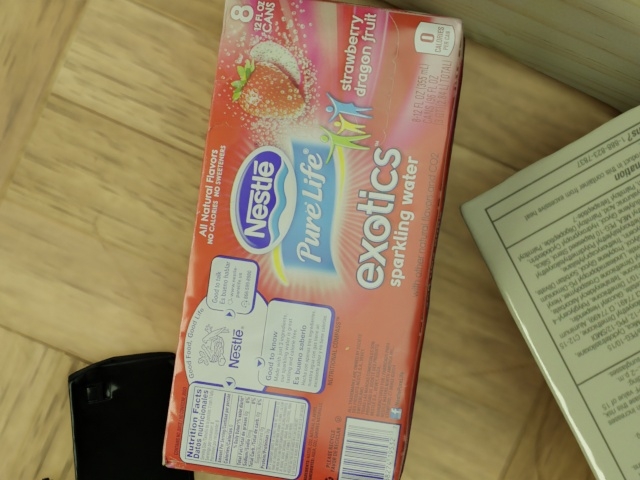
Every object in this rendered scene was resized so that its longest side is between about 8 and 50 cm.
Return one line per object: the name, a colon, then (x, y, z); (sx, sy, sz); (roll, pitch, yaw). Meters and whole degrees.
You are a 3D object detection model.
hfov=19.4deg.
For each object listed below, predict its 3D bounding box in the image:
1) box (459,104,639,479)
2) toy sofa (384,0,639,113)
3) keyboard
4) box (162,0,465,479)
box: (0.210, 0.092, 0.973); (0.148, 0.121, 0.311); (-28, 68, 10)
toy sofa: (0.117, -0.206, 1.025); (0.363, 0.177, 0.150); (23, 68, -6)
keyboard: (-0.121, 0.162, 1.069); (0.100, 0.038, 0.192); (-5, 93, -29)
box: (0.000, 0.000, 1.012); (0.128, 0.122, 0.256); (8, 93, 4)
